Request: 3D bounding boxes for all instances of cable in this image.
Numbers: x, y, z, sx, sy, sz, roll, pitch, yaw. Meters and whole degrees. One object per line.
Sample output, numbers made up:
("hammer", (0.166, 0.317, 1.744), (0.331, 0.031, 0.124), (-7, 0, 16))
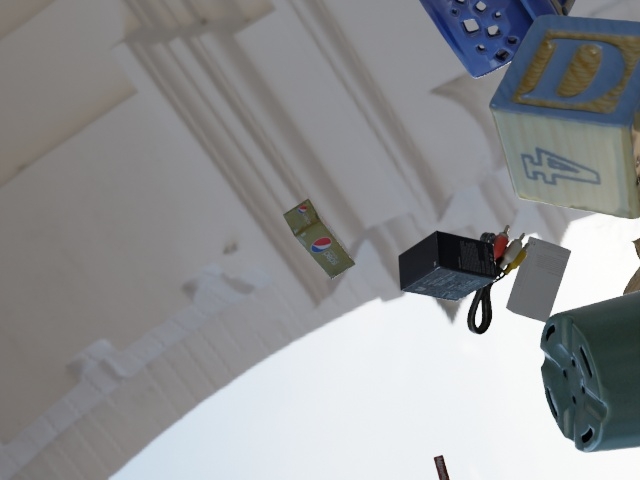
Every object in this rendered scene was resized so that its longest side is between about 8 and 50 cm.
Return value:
("cable", (0.435, 0.094, 2.383), (0.139, 0.072, 0.287), (35, -110, -31))

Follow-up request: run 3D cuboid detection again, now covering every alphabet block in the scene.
("alphabet block", (0.370, -0.172, 1.301), (0.192, 0.194, 0.197), (-59, -36, -23))

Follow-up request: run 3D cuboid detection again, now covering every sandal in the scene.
("sandal", (0.829, 0.032, 2.425), (0.079, 0.240, 0.088), (29, -170, 2))

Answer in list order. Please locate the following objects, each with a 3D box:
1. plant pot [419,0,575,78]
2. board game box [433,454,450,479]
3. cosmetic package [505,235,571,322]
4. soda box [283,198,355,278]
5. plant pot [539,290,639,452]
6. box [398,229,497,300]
("plant pot", (0.338, -0.471, 1.704), (0.236, 0.212, 0.236), (49, -128, -24))
("board game box", (0.310, 0.636, 2.156), (0.145, 0.027, 0.281), (-103, -5, -54))
("cosmetic package", (0.642, 0.116, 2.774), (0.117, 0.085, 0.231), (18, -85, -10))
("soda box", (0.000, 0.000, 1.755), (0.061, 0.058, 0.181), (61, -173, 36))
("plant pot", (0.599, 0.227, 1.696), (0.334, 0.341, 0.341), (-8, -102, -10))
("box", (0.281, 0.059, 2.092), (0.158, 0.156, 0.093), (11, -118, -27))
